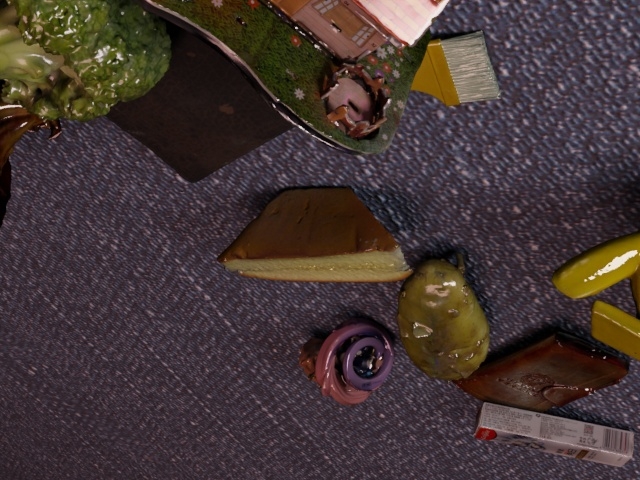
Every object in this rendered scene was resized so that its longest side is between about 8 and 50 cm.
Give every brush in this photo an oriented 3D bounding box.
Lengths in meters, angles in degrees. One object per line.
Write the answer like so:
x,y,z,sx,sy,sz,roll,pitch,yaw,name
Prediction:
0.070,-0.159,1.050,0.205,0.011,0.083,-5,138,21,brush

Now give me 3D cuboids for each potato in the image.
0.154,0.101,1.341,0.117,0.090,0.225,-2,139,11,potato

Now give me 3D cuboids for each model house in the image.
0.004,-0.230,0.843,0.294,0.207,0.154,36,143,-20,model house

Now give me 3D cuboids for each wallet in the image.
-0.108,-0.167,1.158,0.170,0.044,0.321,39,142,-25,wallet
0.297,0.185,1.428,0.137,0.031,0.255,27,151,-14,wallet

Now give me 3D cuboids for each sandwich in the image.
0.000,0.000,1.290,0.258,0.096,0.094,0,148,30,sandwich

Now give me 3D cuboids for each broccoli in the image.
-0.299,-0.218,1.076,0.302,0.186,0.254,-5,170,23,broccoli

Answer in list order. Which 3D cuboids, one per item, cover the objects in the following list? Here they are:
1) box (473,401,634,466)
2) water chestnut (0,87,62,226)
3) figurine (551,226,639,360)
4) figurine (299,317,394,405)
0.330,0.276,1.502,0.218,0.039,0.055,11,154,4,box
-0.462,-0.128,1.233,0.347,0.335,0.335,-23,139,-2,water chestnut
0.384,0.067,1.070,0.218,0.169,0.326,-6,139,31,figurine
0.029,0.183,1.525,0.157,0.126,0.114,-32,76,51,figurine
